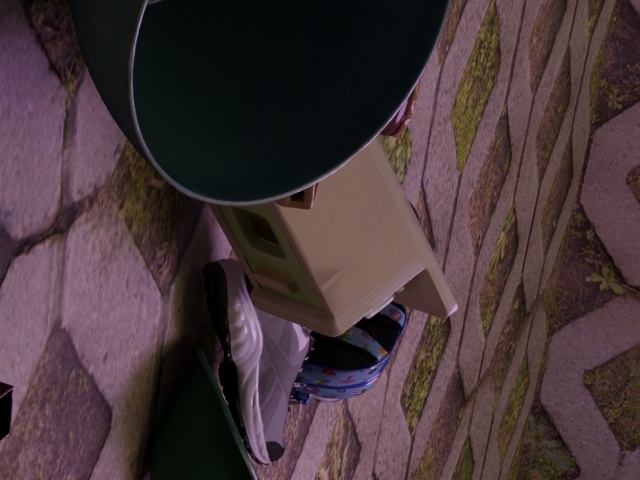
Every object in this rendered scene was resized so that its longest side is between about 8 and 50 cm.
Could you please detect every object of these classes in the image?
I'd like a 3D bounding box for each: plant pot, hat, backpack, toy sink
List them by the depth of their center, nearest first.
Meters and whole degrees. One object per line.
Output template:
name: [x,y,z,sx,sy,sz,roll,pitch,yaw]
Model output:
plant pot: [-0.072,-0.198,1.279,0.290,0.195,0.290,-27,136,-29]
toy sink: [0.000,0.000,1.636,0.131,0.153,0.234,-38,118,-20]
hat: [-0.166,0.231,1.737,0.173,0.183,0.208,88,-22,-74]
backpack: [0.004,0.108,1.915,0.158,0.173,0.117,-58,157,-44]

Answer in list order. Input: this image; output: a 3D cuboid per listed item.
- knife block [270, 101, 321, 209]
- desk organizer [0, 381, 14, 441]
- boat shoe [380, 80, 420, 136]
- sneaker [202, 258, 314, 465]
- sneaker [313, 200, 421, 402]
knife block: [-0.012,-0.150,1.529,0.242,0.276,0.088,-19,129,-33]
desk organizer: [-0.277,0.141,1.252,0.130,0.050,0.047,-42,144,-61]
boat shoe: [0.081,-0.226,2.056,0.073,0.073,0.207,2,103,-34]
sneaker: [-0.051,0.127,1.795,0.100,0.108,0.271,-119,-160,-47]
sneaker: [0.038,0.051,2.099,0.162,0.106,0.281,54,54,-66]
